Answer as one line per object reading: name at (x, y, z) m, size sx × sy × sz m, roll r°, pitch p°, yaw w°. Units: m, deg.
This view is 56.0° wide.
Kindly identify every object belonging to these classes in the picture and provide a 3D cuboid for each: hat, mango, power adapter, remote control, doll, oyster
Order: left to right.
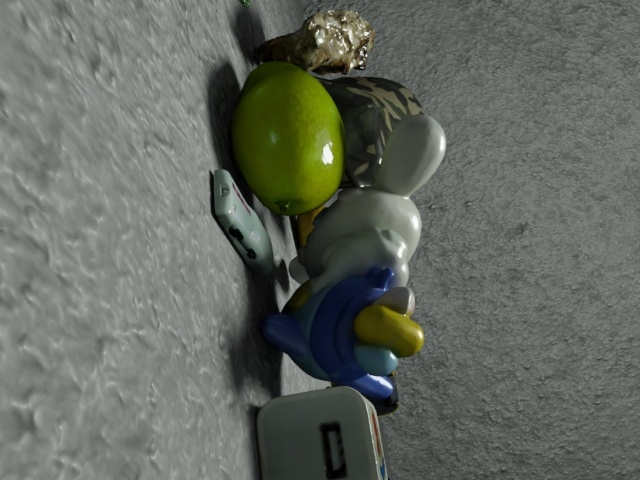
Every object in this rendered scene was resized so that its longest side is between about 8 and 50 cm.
remote control at (-0.089, -0.019, 0.719) m, size 0.166 × 0.029 × 0.065 m, roll 69°, pitch 13°, yaw -60°
mango at (-0.042, -0.143, 0.831) m, size 0.273 × 0.149 × 0.185 m, roll -98°, pitch 168°, yaw -63°
oyster at (-0.018, -0.354, 1.147) m, size 0.396 × 0.204 × 0.110 m, roll -34°, pitch 109°, yaw -65°
mango at (0.000, 0.000, 1.259) m, size 0.137 × 0.098 × 0.195 m, roll -87°, pitch 158°, yaw -57°
power adapter at (0.012, 0.253, 0.718) m, size 0.205 × 0.125 × 0.129 m, roll 62°, pitch 18°, yaw -70°
doll at (0.029, 0.056, 0.807) m, size 0.376 × 0.187 × 0.365 m, roll 103°, pitch -1°, yaw -47°
hat at (0.098, -0.219, 1.107) m, size 0.366 × 0.382 × 0.257 m, roll 50°, pitch -27°, yaw -3°

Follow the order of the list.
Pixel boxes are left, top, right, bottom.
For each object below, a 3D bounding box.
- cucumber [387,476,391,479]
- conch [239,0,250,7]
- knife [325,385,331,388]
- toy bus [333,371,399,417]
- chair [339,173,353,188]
cucumber at (0.156, 0.581, 1.332) m, size 0.244 × 0.063 × 0.115 m, roll 41°, pitch -21°, yaw 50°
conch at (-0.133, -0.412, 0.814) m, size 0.200 × 0.080 × 0.094 m, roll 49°, pitch 39°, yaw -44°
knife at (0.029, 0.391, 1.149) m, size 0.046 × 0.022 × 0.255 m, roll -110°, pitch -169°, yaw -67°
toy bus at (0.086, 0.236, 1.390) m, size 0.151 × 0.145 × 0.330 m, roll 25°, pitch 53°, yaw -85°
chair at (0.049, -0.183, 1.357) m, size 0.272 × 0.188 × 0.166 m, roll -66°, pitch 149°, yaw -49°
